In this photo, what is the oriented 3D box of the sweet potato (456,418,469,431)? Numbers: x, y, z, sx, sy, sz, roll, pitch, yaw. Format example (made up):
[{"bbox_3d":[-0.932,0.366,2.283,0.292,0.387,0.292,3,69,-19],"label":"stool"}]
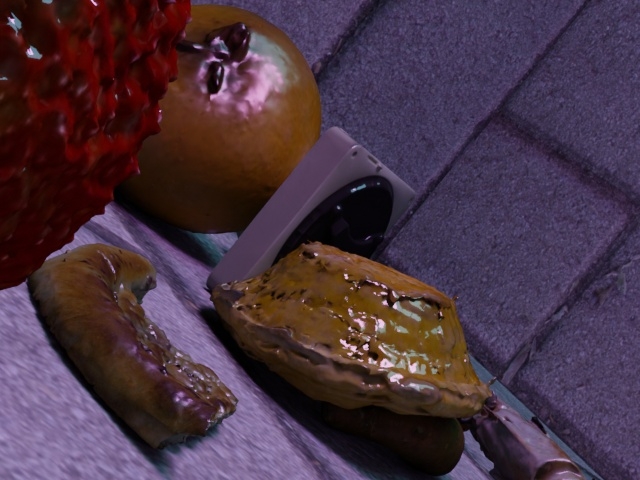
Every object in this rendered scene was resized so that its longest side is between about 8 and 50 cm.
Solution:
[{"bbox_3d":[0.188,0.239,1.855,0.114,0.092,0.341,22,-7,35],"label":"sweet potato"}]

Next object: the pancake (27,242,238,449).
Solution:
[{"bbox_3d":[-0.137,0.078,0.974,0.197,0.054,0.376,38,5,-29],"label":"pancake"}]

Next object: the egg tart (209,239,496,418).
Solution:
[{"bbox_3d":[0.044,0.091,1.361,0.341,0.132,0.341,20,8,-3],"label":"egg tart"}]

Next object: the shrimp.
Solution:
[{"bbox_3d":[0.261,0.310,1.445,0.360,0.085,0.247,54,-15,43],"label":"shrimp"}]

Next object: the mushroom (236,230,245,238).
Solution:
[{"bbox_3d":[0.014,0.075,1.915,0.350,0.128,0.128,43,3,-9],"label":"mushroom"}]

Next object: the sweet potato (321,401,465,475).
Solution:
[{"bbox_3d":[0.109,0.229,1.420,0.108,0.079,0.346,10,-9,27],"label":"sweet potato"}]

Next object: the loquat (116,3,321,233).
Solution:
[{"bbox_3d":[-0.160,-0.152,1.693,0.328,0.328,0.359,40,-36,14],"label":"loquat"}]

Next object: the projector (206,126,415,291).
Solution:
[{"bbox_3d":[0.000,0.000,1.583,0.079,0.259,0.257,42,5,25],"label":"projector"}]

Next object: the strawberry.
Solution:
[{"bbox_3d":[-0.194,-0.130,0.670,0.267,0.351,0.312,47,-3,-7],"label":"strawberry"}]
